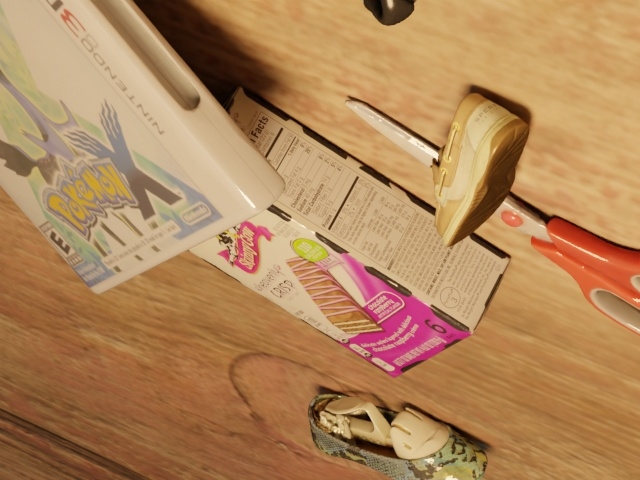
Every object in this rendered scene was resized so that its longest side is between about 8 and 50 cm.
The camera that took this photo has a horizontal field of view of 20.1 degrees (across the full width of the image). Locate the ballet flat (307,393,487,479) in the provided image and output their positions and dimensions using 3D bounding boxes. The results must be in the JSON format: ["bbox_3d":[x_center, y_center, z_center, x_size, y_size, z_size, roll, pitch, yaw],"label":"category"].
[{"bbox_3d":[0.063,0.178,1.644,0.188,0.070,0.070,7,149,35],"label":"ballet flat"}]

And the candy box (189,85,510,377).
[{"bbox_3d":[0.000,0.000,1.320,0.233,0.071,0.159,33,156,-7],"label":"candy box"}]

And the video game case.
[{"bbox_3d":[-0.192,-0.107,1.260,0.300,0.036,0.329,50,154,-8],"label":"video game case"}]

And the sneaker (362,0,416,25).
[{"bbox_3d":[0.083,-0.140,0.848,0.229,0.132,0.086,27,158,5],"label":"sneaker"}]

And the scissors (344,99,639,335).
[{"bbox_3d":[0.142,-0.003,1.215,0.297,0.021,0.109,26,157,5],"label":"scissors"}]

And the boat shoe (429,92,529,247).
[{"bbox_3d":[0.095,-0.046,1.146,0.045,0.050,0.135,46,149,18],"label":"boat shoe"}]
